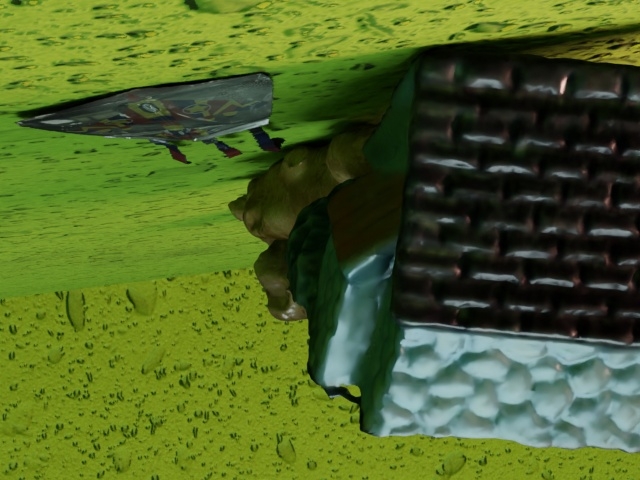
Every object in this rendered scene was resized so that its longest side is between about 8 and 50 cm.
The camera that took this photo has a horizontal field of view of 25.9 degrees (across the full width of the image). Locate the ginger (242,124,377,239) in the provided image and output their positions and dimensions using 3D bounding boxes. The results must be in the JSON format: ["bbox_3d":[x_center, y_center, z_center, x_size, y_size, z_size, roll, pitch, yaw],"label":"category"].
[{"bbox_3d":[0.029,-0.035,1.023,0.115,0.081,0.205,6,171,-27],"label":"ginger"}]

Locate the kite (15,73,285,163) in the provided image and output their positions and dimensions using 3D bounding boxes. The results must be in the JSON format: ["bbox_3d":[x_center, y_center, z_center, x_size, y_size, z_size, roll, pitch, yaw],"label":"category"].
[{"bbox_3d":[-0.078,-0.066,0.828,0.141,0.015,0.245,-6,176,9],"label":"kite"}]

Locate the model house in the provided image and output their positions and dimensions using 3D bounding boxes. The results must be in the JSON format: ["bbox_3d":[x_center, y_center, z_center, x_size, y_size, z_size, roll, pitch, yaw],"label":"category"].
[{"bbox_3d":[0.127,-0.034,0.805,0.261,0.241,0.226,4,-142,-10],"label":"model house"}]

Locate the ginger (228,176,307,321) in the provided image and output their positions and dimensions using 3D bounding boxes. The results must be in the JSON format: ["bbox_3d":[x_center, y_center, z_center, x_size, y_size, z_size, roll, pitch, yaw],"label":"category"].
[{"bbox_3d":[0.005,0.000,1.145,0.137,0.074,0.213,-5,-156,-11],"label":"ginger"}]
